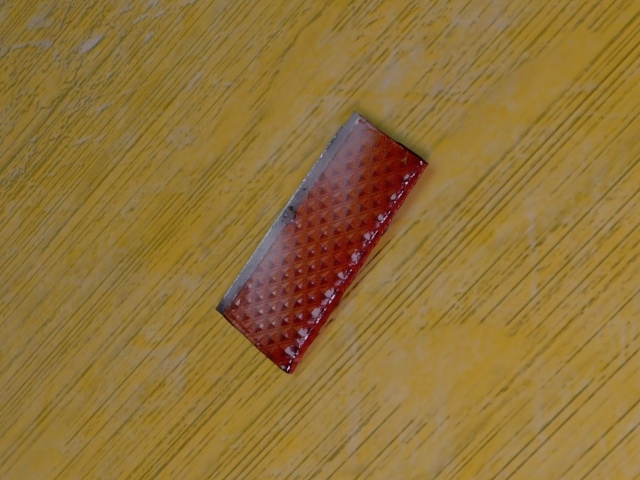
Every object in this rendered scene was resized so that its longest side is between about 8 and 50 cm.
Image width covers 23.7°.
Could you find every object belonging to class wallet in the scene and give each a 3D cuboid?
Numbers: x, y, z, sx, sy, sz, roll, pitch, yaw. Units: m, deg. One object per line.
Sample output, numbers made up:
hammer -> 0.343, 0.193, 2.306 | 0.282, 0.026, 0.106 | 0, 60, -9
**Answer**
wallet -> 0.000, 0.000, 1.192 | 0.196, 0.020, 0.103 | -56, 46, 6
